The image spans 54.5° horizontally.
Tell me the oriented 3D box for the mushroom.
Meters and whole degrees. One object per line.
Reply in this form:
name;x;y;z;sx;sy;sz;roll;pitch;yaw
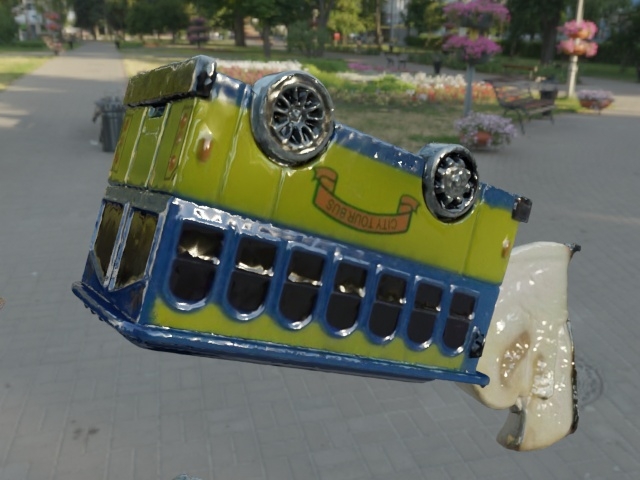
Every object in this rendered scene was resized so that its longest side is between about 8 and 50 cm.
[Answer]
mushroom;0.187;0.121;0.737;0.173;0.236;0.162;3;-7;-25

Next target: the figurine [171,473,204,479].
figurine;-0.221;0.433;0.772;0.207;0.166;0.387;-25;7;5

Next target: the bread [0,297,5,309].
bread;-0.475;0.068;0.703;0.190;0.123;0.244;26;-16;17

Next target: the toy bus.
toy bus;0.000;0.000;0.435;0.287;0.175;0.138;16;-2;-34
